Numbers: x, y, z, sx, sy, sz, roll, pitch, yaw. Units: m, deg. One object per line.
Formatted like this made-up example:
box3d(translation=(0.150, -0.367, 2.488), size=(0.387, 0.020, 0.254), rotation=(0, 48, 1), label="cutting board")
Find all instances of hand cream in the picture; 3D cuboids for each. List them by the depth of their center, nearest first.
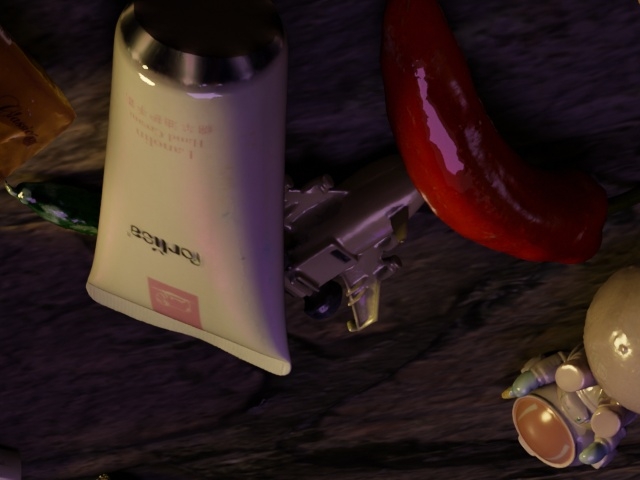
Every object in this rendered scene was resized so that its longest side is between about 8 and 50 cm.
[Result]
box3d(translation=(-0.097, -0.036, 1.466), size=(0.185, 0.118, 0.359), rotation=(19, 139, 11), label="hand cream")

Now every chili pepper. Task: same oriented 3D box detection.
box3d(translation=(0.141, -0.064, 1.500), size=(0.137, 0.092, 0.368), rotation=(-51, 138, 2), label="chili pepper")

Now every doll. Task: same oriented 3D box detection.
box3d(translation=(0.268, 0.122, 1.776), size=(0.151, 0.151, 0.287), rotation=(10, 150, -21), label="doll")

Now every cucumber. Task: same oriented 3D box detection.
box3d(translation=(-0.183, -0.021, 1.579), size=(0.155, 0.037, 0.037), rotation=(13, 141, -26), label="cucumber")

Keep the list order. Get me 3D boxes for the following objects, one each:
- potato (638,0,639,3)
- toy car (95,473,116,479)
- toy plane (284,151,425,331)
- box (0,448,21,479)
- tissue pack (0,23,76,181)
box3d(translation=(0.272, -0.201, 1.296), size=(0.161, 0.128, 0.235), rotation=(-53, 151, 0), label="potato")
box3d(translation=(-0.248, 0.297, 2.007), size=(0.165, 0.062, 0.071), rotation=(-23, 142, 24), label="toy car")
box3d(translation=(0.000, 0.000, 1.591), size=(0.244, 0.092, 0.229), rotation=(-27, 134, 32), label="toy plane")
box3d(translation=(-0.371, 0.247, 1.936), size=(0.084, 0.040, 0.154), rotation=(22, 138, -33), label="box")
box3d(translation=(-0.302, -0.109, 1.345), size=(0.183, 0.092, 0.226), rotation=(-39, 145, -2), label="tissue pack")
